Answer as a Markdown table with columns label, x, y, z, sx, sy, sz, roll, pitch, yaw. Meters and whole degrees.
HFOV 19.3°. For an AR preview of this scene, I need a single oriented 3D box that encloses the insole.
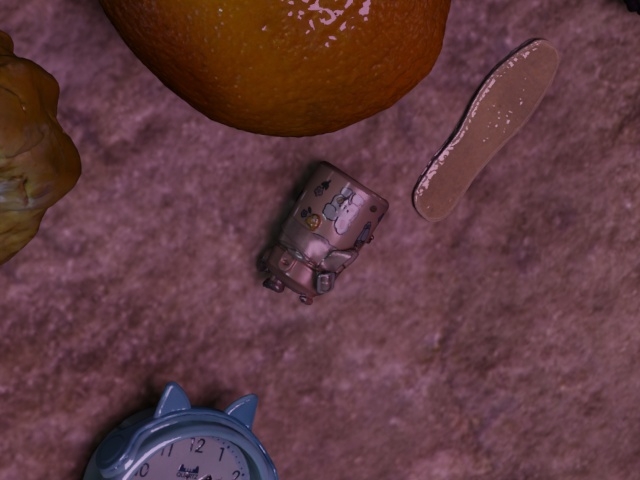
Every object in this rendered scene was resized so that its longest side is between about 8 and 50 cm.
| label | x | y | z | sx | sy | sz | roll | pitch | yaw |
| --- | --- | --- | --- | --- | --- | --- | --- | --- | --- |
| insole | 0.188 | -0.126 | 2.136 | 0.081 | 0.011 | 0.248 | 39 | 86 | -35 |

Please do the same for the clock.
| label | x | y | z | sx | sy | sz | roll | pitch | yaw |
| --- | --- | --- | --- | --- | --- | --- | --- | --- | --- |
| clock | -0.158 | 0.281 | 2.034 | 0.223 | 0.094 | 0.274 | 14 | 98 | -34 |

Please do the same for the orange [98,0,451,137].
| label | x | y | z | sx | sy | sz | roll | pitch | yaw |
| --- | --- | --- | --- | --- | --- | --- | --- | --- | --- |
| orange | -0.051 | -0.268 | 1.758 | 0.357 | 0.322 | 0.322 | 42 | 84 | -26 |

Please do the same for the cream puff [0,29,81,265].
| label | x | y | z | sx | sy | sz | roll | pitch | yaw |
| --- | --- | --- | --- | --- | --- | --- | --- | --- | --- |
| cream puff | -0.375 | -0.116 | 1.634 | 0.324 | 0.257 | 0.291 | 14 | 137 | -43 |

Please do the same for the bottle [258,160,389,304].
| label | x | y | z | sx | sy | sz | roll | pitch | yaw |
| --- | --- | --- | --- | --- | --- | --- | --- | --- | --- |
| bottle | 0.000 | 0.000 | 2.023 | 0.099 | 0.099 | 0.152 | 33 | 91 | -35 |

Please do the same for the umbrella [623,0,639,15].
| label | x | y | z | sx | sy | sz | roll | pitch | yaw |
| --- | --- | --- | --- | --- | --- | --- | --- | --- | --- |
| umbrella | 0.320 | -0.368 | 2.080 | 0.094 | 0.090 | 0.326 | -32 | 124 | 9 |
